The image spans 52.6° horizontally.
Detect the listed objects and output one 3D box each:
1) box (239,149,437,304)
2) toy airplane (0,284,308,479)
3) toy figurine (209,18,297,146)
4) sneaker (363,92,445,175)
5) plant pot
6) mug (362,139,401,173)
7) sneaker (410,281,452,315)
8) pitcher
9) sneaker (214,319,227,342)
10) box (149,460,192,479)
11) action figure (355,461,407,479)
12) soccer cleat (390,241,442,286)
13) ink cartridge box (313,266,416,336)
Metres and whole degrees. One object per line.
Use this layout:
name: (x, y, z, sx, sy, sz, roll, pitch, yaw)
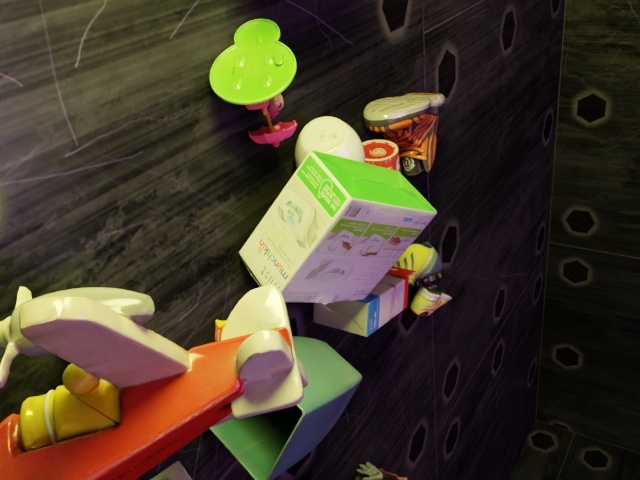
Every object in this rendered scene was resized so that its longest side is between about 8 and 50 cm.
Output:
box: (0.036, -0.011, 1.122, 0.261, 0.127, 0.231, 3, 131, -50)
toy airplane: (-0.208, 0.161, 0.774, 0.384, 0.272, 0.386, -8, 141, -45)
toy figurine: (-0.088, -0.229, 1.021, 0.159, 0.130, 0.173, 75, 14, -59)
sneaker: (0.197, -0.227, 1.441, 0.321, 0.124, 0.180, -25, 120, -53)
plant pot: (-0.045, 0.268, 1.116, 0.234, 0.165, 0.166, -7, 130, -53)
mug: (0.135, -0.111, 1.344, 0.113, 0.150, 0.169, -40, 137, -39)
sneaker: (0.299, 0.167, 1.808, 0.094, 0.081, 0.208, -58, 154, 10)
pitcher: (0.026, -0.152, 1.213, 0.207, 0.125, 0.178, 69, 22, -57)
sneaker: (-0.115, 0.152, 1.126, 0.175, 0.064, 0.068, 0, 91, -61)
box: (-0.248, 0.501, 0.959, 0.232, 0.058, 0.322, -31, 128, -22)
action figure: (0.185, 0.764, 1.654, 0.248, 0.275, 0.371, -29, 111, -59)
soccer cleat: (0.210, 0.061, 1.628, 0.289, 0.093, 0.121, -8, 77, -53)
ink cartridge box: (0.101, 0.119, 1.395, 0.231, 0.134, 0.078, -23, 119, -53)
